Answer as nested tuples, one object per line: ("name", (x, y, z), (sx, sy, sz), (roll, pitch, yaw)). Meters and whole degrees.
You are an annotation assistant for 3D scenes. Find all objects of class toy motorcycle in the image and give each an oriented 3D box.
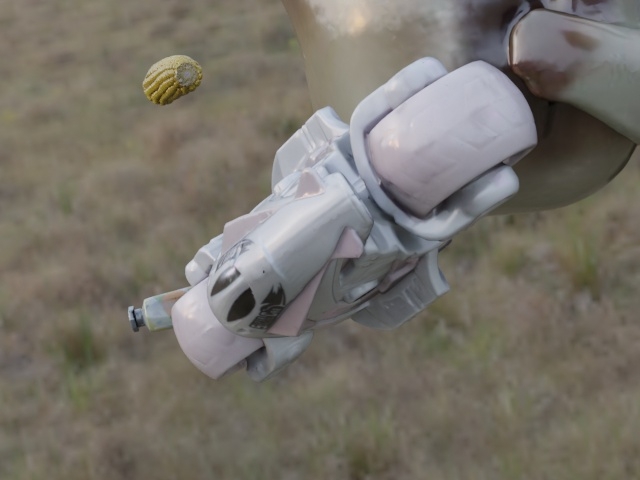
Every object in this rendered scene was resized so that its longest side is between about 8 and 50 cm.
("toy motorcycle", (0.000, 0.000, 0.831), (0.112, 0.112, 0.254), (-23, -12, -44))

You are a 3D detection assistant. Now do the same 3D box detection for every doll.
("doll", (0.166, -0.135, 0.927), (0.370, 0.215, 0.226), (-20, 15, -13))

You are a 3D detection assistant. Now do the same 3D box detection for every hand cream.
("hand cream", (-0.071, 0.038, 1.124), (0.102, 0.022, 0.035), (-13, 55, 1))

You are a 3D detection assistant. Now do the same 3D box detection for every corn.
("corn", (-0.122, -0.133, 1.460), (0.037, 0.037, 0.092), (-15, 4, -20))
